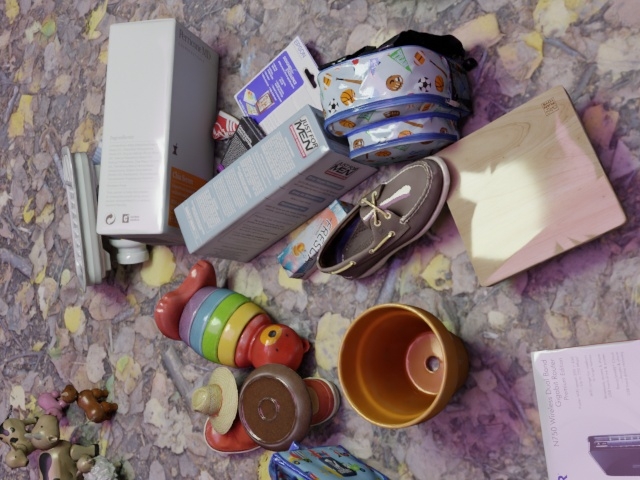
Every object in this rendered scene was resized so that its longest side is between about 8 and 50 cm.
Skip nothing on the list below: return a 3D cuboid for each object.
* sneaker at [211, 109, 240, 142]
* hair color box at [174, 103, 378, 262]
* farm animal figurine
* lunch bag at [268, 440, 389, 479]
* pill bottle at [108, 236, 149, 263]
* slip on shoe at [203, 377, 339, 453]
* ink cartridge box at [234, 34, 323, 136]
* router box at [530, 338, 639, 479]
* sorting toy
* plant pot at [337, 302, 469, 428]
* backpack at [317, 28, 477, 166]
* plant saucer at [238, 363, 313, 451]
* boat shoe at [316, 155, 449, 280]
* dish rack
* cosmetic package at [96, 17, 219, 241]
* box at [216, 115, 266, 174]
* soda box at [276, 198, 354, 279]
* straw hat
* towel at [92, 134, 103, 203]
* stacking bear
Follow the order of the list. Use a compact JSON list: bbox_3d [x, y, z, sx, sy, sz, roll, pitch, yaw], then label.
[{"bbox_3d":[-0.196,-0.240,1.749,0.118,0.042,0.067,34,100,38],"label":"sneaker"},{"bbox_3d":[-0.092,-0.101,1.576,0.374,0.185,0.114,-34,66,25],"label":"hair color box"},{"bbox_3d":[-0.640,0.500,1.866,0.330,0.172,0.327,-29,69,27],"label":"farm animal figurine"},{"bbox_3d":[0.044,0.466,1.391,0.293,0.221,0.138,38,104,31],"label":"lunch bag"},{"bbox_3d":[-0.449,-0.042,1.838,0.103,0.103,0.184,4,104,34],"label":"pill bottle"},{"bbox_3d":[-0.118,0.353,1.586,0.331,0.101,0.123,-23,73,30],"label":"slip on shoe"},{"bbox_3d":[-0.065,-0.290,1.667,0.208,0.045,0.206,-38,65,25],"label":"ink cartridge box"},{"bbox_3d":[0.499,0.319,1.194,0.301,0.082,0.336,-13,77,31],"label":"router box"},{"bbox_3d":[0.355,-0.084,1.338,0.257,0.089,0.256,-28,69,27],"label":"sorting toy"},{"bbox_3d":[0.164,0.215,1.365,0.205,0.188,0.205,-5,80,33],"label":"plant pot"},{"bbox_3d":[0.123,-0.246,1.408,0.276,0.263,0.213,-18,74,29],"label":"backpack"},{"bbox_3d":[-0.094,0.320,1.496,0.168,0.029,0.169,-2,86,29],"label":"plant saucer"},{"bbox_3d":[0.108,-0.036,1.436,0.324,0.096,0.117,-47,55,41],"label":"boat shoe"},{"bbox_3d":[-0.552,-0.056,1.852,0.285,0.072,0.333,-167,72,-68],"label":"dish rack"},{"bbox_3d":[-0.348,-0.224,1.721,0.161,0.230,0.453,0,84,18],"label":"cosmetic package"},{"bbox_3d":[-0.161,-0.170,1.695,0.116,0.029,0.162,54,134,26],"label":"box"},{"bbox_3d":[0.000,0.000,1.576,0.183,0.063,0.058,-44,62,21],"label":"soda box"},{"bbox_3d":[-0.227,0.323,1.590,0.144,0.061,0.145,-8,81,56],"label":"straw hat"},{"bbox_3d":[-0.477,-0.203,1.935,0.209,0.034,0.285,30,100,32],"label":"towel"},{"bbox_3d":[-0.166,0.188,1.609,0.289,0.175,0.164,23,140,23],"label":"stacking bear"}]
